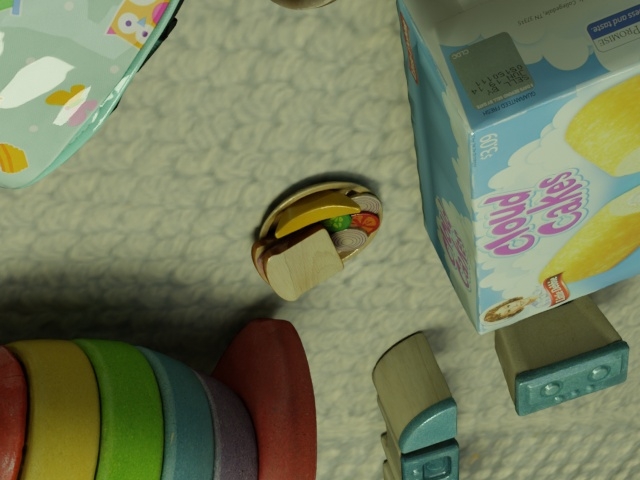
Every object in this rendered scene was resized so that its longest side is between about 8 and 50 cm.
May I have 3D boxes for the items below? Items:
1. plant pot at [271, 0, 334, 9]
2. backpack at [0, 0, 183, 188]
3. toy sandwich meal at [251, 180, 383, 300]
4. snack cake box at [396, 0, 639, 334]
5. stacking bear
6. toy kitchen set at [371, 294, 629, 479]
[{"bbox_3d":[0.058,-0.178,0.504,0.165,0.167,0.167,-9,140,-27],"label":"plant pot"},{"bbox_3d":[-0.121,-0.118,0.455,0.144,0.188,0.166,21,125,-41],"label":"backpack"},{"bbox_3d":[0.000,0.000,0.775,0.085,0.029,0.085,-13,140,-11],"label":"toy sandwich meal"},{"bbox_3d":[0.131,-0.055,0.682,0.152,0.089,0.264,-23,156,-2],"label":"snack cake box"},{"bbox_3d":[-0.162,0.121,0.745,0.289,0.164,0.175,15,128,-32],"label":"stacking bear"},{"bbox_3d":[0.138,0.158,0.949,0.166,0.122,0.207,-17,141,-7],"label":"toy kitchen set"}]
